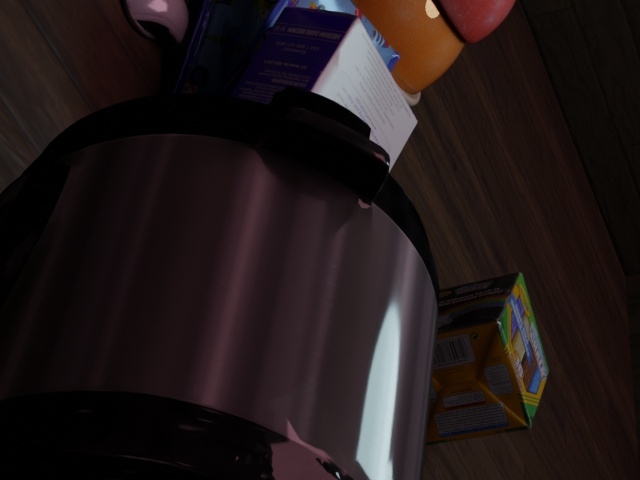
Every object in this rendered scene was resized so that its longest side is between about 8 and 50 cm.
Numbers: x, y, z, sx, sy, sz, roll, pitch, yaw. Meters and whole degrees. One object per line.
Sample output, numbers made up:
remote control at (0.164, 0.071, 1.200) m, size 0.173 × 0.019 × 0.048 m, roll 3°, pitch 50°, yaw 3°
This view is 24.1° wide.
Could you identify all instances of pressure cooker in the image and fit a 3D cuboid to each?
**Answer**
pressure cooker at (-0.096, 0.100, 1.138) m, size 0.420 × 0.370 × 0.375 m, roll -79°, pitch 153°, yaw -43°

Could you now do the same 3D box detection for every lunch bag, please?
lunch bag at (-0.066, -0.152, 1.700) m, size 0.221 × 0.138 × 0.293 m, roll 40°, pitch 71°, yaw -51°

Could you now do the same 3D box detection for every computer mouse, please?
computer mouse at (-0.159, -0.246, 1.670) m, size 0.193 × 0.042 × 0.106 m, roll 23°, pitch 57°, yaw -67°

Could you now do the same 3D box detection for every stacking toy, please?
stacking toy at (0.240, -0.436, 2.204) m, size 0.350 × 0.480 × 0.350 m, roll 57°, pitch 19°, yaw -32°

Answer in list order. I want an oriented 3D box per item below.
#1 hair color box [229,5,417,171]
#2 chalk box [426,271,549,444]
hair color box at (-0.042, -0.056, 1.568) m, size 0.339 × 0.110 × 0.185 m, roll -61°, pitch 142°, yaw -22°
chalk box at (0.241, 0.170, 2.316) m, size 0.289 × 0.180 × 0.179 m, roll -44°, pitch 119°, yaw -66°
